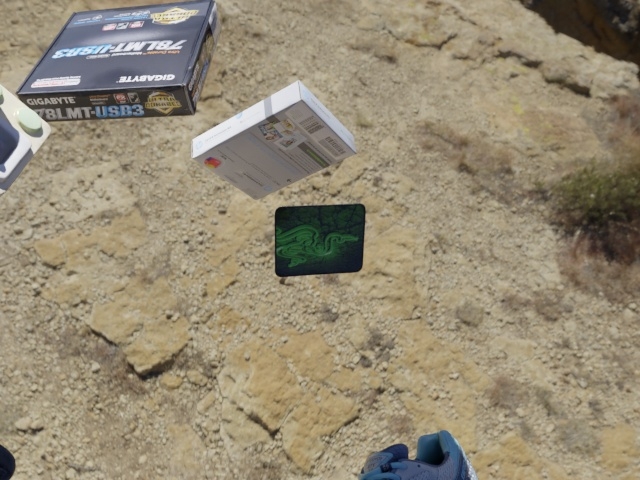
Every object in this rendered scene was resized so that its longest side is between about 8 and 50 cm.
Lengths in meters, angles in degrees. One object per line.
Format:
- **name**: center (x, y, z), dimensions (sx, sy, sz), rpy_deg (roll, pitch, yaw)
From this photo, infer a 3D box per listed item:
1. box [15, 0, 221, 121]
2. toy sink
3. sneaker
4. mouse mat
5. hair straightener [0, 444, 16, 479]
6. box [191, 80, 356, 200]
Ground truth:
- **box**: center (-0.351, -0.333, 1.002), dimensions (0.296, 0.073, 0.293), rpy_deg (-1, 47, 7)
- **toy sink**: center (-0.430, -0.113, 0.646), dimensions (0.131, 0.234, 0.152), rpy_deg (45, 29, -32)
- **sneaker**: center (0.056, 0.271, 0.530), dimensions (0.283, 0.110, 0.122), rpy_deg (-6, 75, -46)
- **mouse mat**: center (0.000, 0.000, 1.120), dimensions (0.190, 0.152, 0.007), rpy_deg (-3, 19, -12)
- **hair straightener**: center (-0.222, 0.195, 0.241), dimensions (0.047, 0.089, 0.230), rpy_deg (18, 53, 7)
- **box**: center (-0.065, -0.133, 0.782), dimensions (0.186, 0.145, 0.038), rpy_deg (-23, 57, 25)
